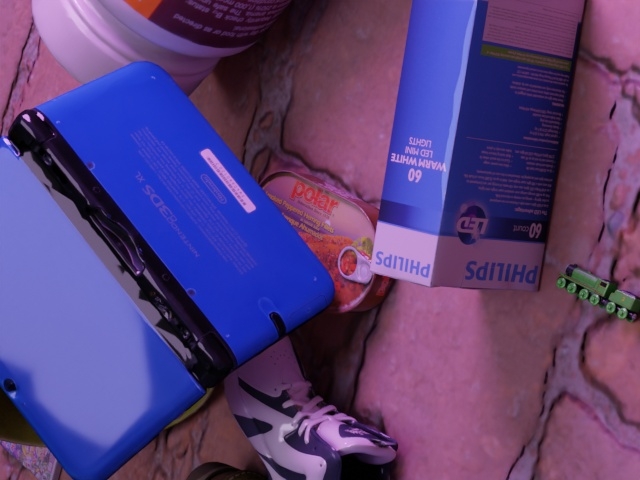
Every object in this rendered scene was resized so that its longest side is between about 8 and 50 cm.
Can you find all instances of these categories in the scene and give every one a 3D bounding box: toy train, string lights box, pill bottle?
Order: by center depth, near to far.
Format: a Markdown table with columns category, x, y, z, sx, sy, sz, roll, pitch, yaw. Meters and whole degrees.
| category | x | y | z | sx | sy | sz | roll | pitch | yaw |
| --- | --- | --- | --- | --- | --- | --- | --- | --- | --- |
| toy train | 0.222 | 0.041 | 1.329 | 0.083 | 0.017 | 0.024 | 29 | 99 | 45 |
| string lights box | 0.130 | -0.092 | 1.353 | 0.077 | 0.133 | 0.260 | 15 | 97 | 47 |
| pill bottle | -0.096 | -0.313 | 1.550 | 0.392 | 0.224 | 0.224 | -46 | 56 | 35 |

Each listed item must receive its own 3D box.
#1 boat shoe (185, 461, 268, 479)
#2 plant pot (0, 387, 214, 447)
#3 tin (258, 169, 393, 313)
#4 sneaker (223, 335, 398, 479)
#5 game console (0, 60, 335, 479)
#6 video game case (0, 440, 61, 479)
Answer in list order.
| category | x | y | z | sx | sy | sz | roll | pitch | yaw |
| --- | --- | --- | --- | --- | --- | --- | --- | --- | --- |
| boat shoe | -0.101 | 0.370 | 1.585 | 0.104 | 0.110 | 0.307 | 10 | 95 | 49 |
| plant pot | -0.253 | 0.019 | 1.696 | 0.275 | 0.275 | 0.293 | -38 | 46 | 39 |
| tin | 0.000 | 0.000 | 1.561 | 0.189 | 0.040 | 0.106 | 30 | 113 | 44 |
| sneaker | 0.003 | 0.166 | 1.502 | 0.153 | 0.094 | 0.235 | -25 | 69 | 42 |
| game console | -0.181 | 0.024 | 1.504 | 0.293 | 0.250 | 0.173 | 51 | 137 | 7 |
| video game case | -0.329 | 0.221 | 1.921 | 0.122 | 0.011 | 0.087 | 30 | 109 | 45 |
